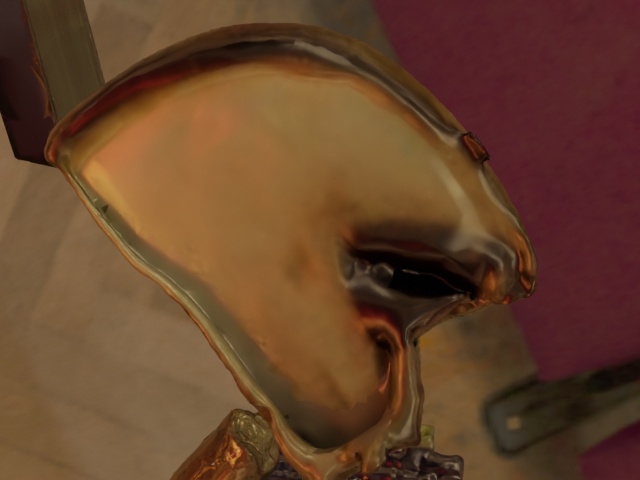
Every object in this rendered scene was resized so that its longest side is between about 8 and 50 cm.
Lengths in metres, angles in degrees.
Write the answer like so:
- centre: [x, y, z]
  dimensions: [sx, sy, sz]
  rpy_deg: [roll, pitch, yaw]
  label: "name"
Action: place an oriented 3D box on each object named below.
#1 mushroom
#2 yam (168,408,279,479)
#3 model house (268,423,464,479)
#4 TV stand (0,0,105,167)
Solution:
- centre: [0.003, -0.009, 1.137]
  dimensions: [0.217, 0.212, 0.292]
  rpy_deg: [-37, 86, 4]
  label: "mushroom"
- centre: [-0.123, 0.253, 1.453]
  dimensions: [0.067, 0.317, 0.071]
  rpy_deg: [32, 33, -4]
  label: "yam"
- centre: [0.029, 0.252, 1.634]
  dimensions: [0.194, 0.170, 0.211]
  rpy_deg: [7, 117, 5]
  label: "model house"
- centre: [-0.291, -0.211, 1.808]
  dimensions: [0.083, 0.088, 0.269]
  rpy_deg: [-36, 126, -39]
  label: "TV stand"
